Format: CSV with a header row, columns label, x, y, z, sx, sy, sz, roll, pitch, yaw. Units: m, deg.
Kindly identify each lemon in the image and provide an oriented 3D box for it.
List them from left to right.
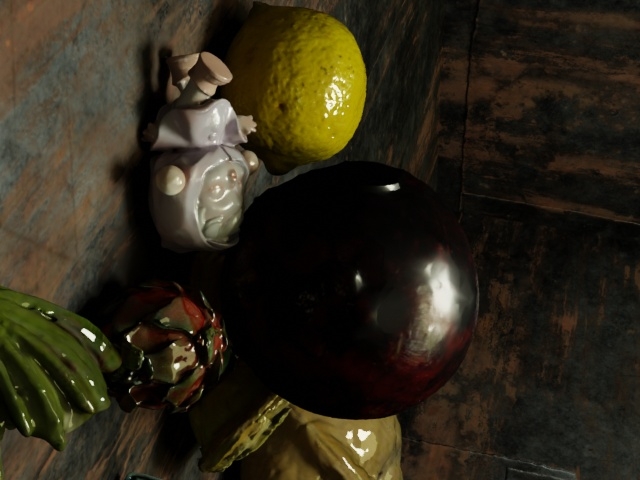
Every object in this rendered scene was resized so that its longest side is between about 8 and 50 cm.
label,x,y,z,sx,sy,sz,roll,pitch,yaw
lemon,-0.044,-0.229,1.312,0.228,0.228,0.253,-32,134,-70

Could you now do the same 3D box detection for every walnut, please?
label,x,y,z,sx,sy,sz,roll,pitch,yaw
walnut,0.000,0.458,1.763,0.383,0.384,0.383,10,90,-75

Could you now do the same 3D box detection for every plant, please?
label,x,y,z,sx,sy,sz,roll,pitch,yaw
plant,-0.288,0.056,0.728,0.251,0.180,0.333,-74,164,-64

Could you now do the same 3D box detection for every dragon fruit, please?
label,x,y,z,sx,sy,sz,roll,pitch,yaw
dragon fruit,-0.204,0.136,1.082,0.188,0.182,0.182,68,34,-79

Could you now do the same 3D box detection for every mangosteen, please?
label,x,y,z,sx,sy,sz,roll,pitch,yaw
mangosteen,0.042,0.050,1.260,0.421,0.381,0.381,-84,175,-56

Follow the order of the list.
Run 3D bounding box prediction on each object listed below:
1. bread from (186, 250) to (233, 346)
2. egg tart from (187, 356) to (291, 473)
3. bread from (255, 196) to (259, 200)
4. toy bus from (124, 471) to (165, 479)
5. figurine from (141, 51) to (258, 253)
label,x,y,z,sx,sy,sz,roll,pitch,yaw
bread,-0.171,0.112,1.353,0.116,0.077,0.200,-34,133,-74
egg tart,-0.126,0.266,1.420,0.288,0.118,0.288,-47,180,0
bread,-0.075,-0.041,1.617,0.139,0.074,0.084,-27,126,-74
toy bus,-0.256,0.483,1.185,0.165,0.133,0.271,86,22,-57
figurine,-0.165,-0.111,1.132,0.200,0.133,0.276,-22,117,-59
